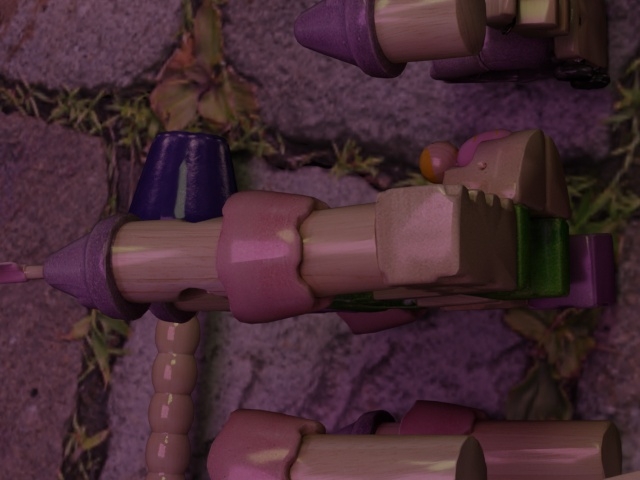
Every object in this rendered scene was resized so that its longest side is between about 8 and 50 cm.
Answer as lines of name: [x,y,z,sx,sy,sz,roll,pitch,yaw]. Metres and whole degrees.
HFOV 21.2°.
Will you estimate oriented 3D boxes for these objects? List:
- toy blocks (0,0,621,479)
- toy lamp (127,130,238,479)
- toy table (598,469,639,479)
toy blocks: [0.000,0.000,0.930,0.260,0.288,0.309,-3,85,26]
toy lamp: [-0.095,0.067,1.106,0.080,0.080,0.275,2,83,32]
toy table: [0.241,0.168,0.799,0.252,0.274,0.161,124,136,-63]
